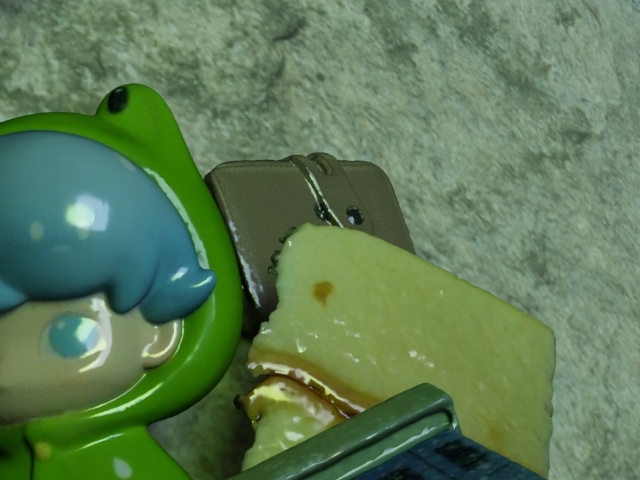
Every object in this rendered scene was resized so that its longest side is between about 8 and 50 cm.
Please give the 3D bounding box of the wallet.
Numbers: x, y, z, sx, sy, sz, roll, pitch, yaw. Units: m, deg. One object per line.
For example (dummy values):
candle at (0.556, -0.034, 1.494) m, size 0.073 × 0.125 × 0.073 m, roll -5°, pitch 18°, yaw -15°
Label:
wallet at (0.000, 0.000, 0.751) m, size 0.152 × 0.039 × 0.118 m, roll -4°, pitch 68°, yaw -41°

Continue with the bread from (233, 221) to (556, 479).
bread at (0.012, 0.118, 0.620) m, size 0.178 × 0.135 × 0.240 m, roll 29°, pitch 49°, yaw -18°

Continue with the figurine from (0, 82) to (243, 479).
figurine at (-0.112, 0.063, 0.535) m, size 0.143 × 0.162 × 0.263 m, roll 15°, pitch 65°, yaw -64°

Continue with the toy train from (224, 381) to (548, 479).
toy train at (-0.015, 0.172, 0.390) m, size 0.299 × 0.202 × 0.131 m, roll -23°, pitch 107°, yaw -21°
